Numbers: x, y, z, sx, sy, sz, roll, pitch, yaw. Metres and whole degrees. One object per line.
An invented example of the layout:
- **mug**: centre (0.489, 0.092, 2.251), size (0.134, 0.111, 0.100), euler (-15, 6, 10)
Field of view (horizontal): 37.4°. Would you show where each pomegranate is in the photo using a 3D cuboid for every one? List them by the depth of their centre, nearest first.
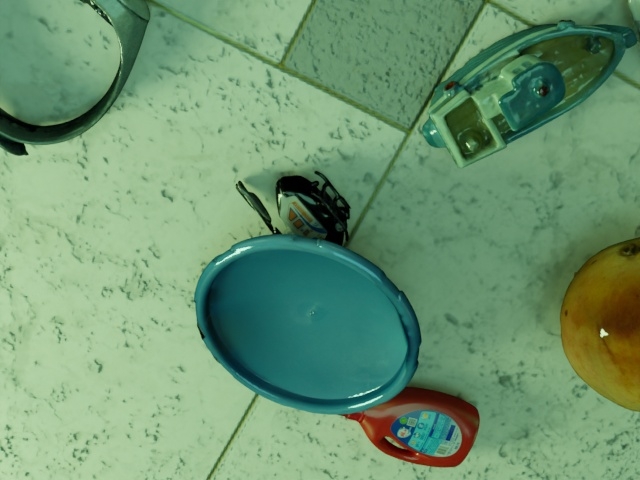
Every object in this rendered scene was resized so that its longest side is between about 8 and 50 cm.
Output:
- **pomegranate**: centre (0.345, 0.087, 0.980), size (0.191, 0.191, 0.191), euler (-3, 113, -6)

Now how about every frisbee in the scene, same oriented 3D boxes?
- **frisbee**: centre (-0.013, 0.084, 0.977), size (0.242, 0.045, 0.242), euler (9, 131, 11)

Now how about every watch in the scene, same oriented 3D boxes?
- **watch**: centre (-0.268, -0.189, 0.844), size (0.193, 0.068, 0.206), euler (-44, 113, 11)

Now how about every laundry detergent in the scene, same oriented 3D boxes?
- **laundry detergent**: centre (0.091, 0.206, 1.069), size (0.165, 0.049, 0.097), euler (16, 114, -11)

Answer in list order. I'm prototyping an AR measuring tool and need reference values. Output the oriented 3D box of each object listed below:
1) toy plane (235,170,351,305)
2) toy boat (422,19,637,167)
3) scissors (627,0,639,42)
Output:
- **toy plane**: centre (0.001, 0.000, 0.969), size (0.078, 0.053, 0.197), euler (-30, 114, 19)
- **toy boat**: centre (0.202, -0.142, 0.904), size (0.215, 0.102, 0.088), euler (-30, 116, 6)
- **scissors**: centre (0.367, -0.161, 0.953), size (0.118, 0.030, 0.242), euler (-36, 115, 7)
